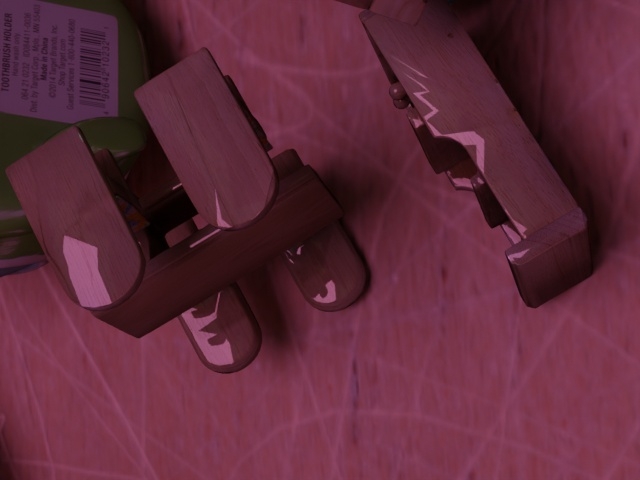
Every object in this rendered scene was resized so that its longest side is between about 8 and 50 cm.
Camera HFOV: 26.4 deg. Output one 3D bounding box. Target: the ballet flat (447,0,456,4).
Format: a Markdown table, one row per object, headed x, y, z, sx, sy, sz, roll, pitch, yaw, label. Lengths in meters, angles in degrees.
| x | y | z | sx | sy | sz | roll | pitch | yaw | label |
| --- | --- | --- | --- | --- | --- | --- | --- | --- | --- |
| 0.063 | -0.246 | 0.763 | 0.077 | 0.091 | 0.241 | -5 | 94 | 5 | ballet flat |

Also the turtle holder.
| x | y | z | sx | sy | sz | roll | pitch | yaw | label |
| --- | --- | --- | --- | --- | --- | --- | --- | --- | --- |
| -0.274 | -0.071 | 0.859 | 0.243 | 0.320 | 0.227 | 58 | 146 | 12 | turtle holder |

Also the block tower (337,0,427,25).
| x | y | z | sx | sy | sz | roll | pitch | yaw | label |
| --- | --- | --- | --- | --- | --- | --- | --- | --- | --- |
| -0.033 | -0.220 | 0.728 | 0.091 | 0.097 | 0.335 | -65 | 33 | 19 | block tower |

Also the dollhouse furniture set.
| x | y | z | sx | sy | sz | roll | pitch | yaw | label |
| --- | --- | --- | --- | --- | --- | --- | --- | --- | --- |
| 0.000 | 0.000 | 0.731 | 0.242 | 0.212 | 0.161 | -31 | 71 | 4 | dollhouse furniture set |
